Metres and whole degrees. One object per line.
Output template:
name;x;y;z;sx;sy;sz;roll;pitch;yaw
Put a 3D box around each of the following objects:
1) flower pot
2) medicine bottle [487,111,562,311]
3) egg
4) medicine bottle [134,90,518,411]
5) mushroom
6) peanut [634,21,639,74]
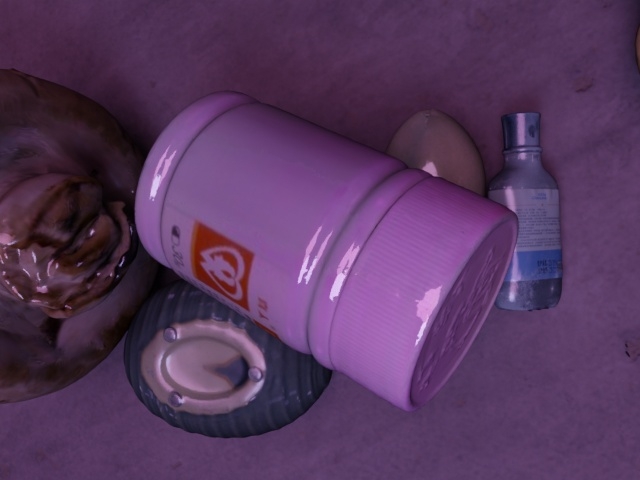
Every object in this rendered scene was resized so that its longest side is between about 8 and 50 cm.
flower pot;-0.107;0.130;0.779;0.242;0.157;0.190;0;94;12
medicine bottle;0.219;-0.031;0.727;0.053;0.090;0.209;-3;90;57
egg;0.121;-0.065;0.733;0.114;0.114;0.152;-3;102;15
medicine bottle;0.000;0.000;0.644;0.315;0.202;0.202;28;99;27
mushroom;-0.318;-0.004;0.723;0.294;0.362;0.363;4;92;39
peanut;0.376;-0.213;0.645;0.159;0.143;0.291;-22;83;-3
